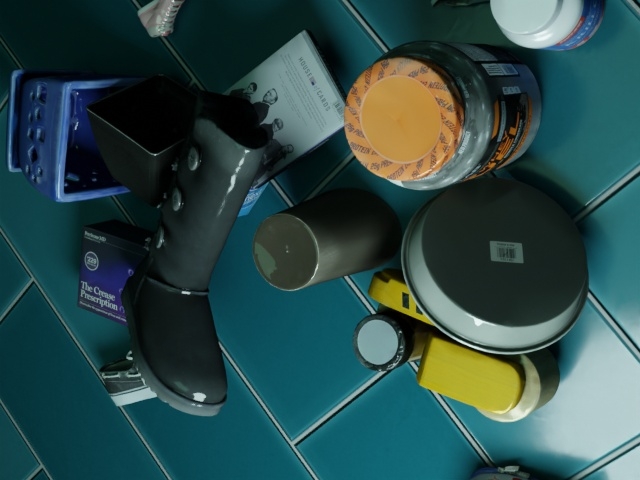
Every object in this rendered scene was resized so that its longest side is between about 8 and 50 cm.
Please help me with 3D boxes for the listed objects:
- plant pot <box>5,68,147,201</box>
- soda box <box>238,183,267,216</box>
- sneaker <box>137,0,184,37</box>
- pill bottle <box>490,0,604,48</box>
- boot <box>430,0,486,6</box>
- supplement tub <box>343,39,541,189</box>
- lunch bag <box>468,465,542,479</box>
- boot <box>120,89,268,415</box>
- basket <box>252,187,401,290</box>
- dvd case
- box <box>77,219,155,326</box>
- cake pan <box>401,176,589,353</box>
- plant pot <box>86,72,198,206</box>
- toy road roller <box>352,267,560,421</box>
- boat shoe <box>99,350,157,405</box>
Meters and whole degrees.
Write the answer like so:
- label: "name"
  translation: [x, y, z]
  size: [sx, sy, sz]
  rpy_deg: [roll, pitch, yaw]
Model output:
- label: "plant pot"
  translation: [-0.487, -0.223, 1.714]
  size: [0.212, 0.236, 0.236]
  rpy_deg: [20, 110, 31]
- label: "soda box"
  translation: [-0.126, -0.143, 1.611]
  size: [0.071, 0.067, 0.210]
  rpy_deg: [44, 118, 16]
- label: "sneaker"
  translation: [-0.290, -0.436, 1.659]
  size: [0.134, 0.051, 0.070]
  rpy_deg: [-23, 90, 35]
- label: "pill bottle"
  translation: [0.318, -0.333, 1.225]
  size: [0.124, 0.221, 0.124]
  rpy_deg: [7, 104, 29]
- label: "boot"
  translation: [0.173, -0.432, 1.362]
  size: [0.258, 0.095, 0.123]
  rpy_deg: [8, 97, 27]
- label: "supplement tub"
  translation: [0.182, -0.186, 1.266]
  size: [0.207, 0.338, 0.207]
  rpy_deg: [7, 104, 29]
- label: "lunch bag"
  translation: [0.333, 0.533, 1.457]
  size: [0.243, 0.115, 0.303]
  rpy_deg: [6, 104, 31]
- label: "boot"
  translation: [-0.187, 0.015, 1.464]
  size: [0.367, 0.146, 0.445]
  rpy_deg: [51, 121, 42]
- label: "basket"
  translation: [0.000, 0.000, 1.474]
  size: [0.204, 0.227, 0.154]
  rpy_deg: [6, 103, 28]
- label: "dvd case"
  translation: [-0.069, -0.225, 1.508]
  size: [0.239, 0.029, 0.179]
  rpy_deg: [-32, 82, 28]
- label: "box"
  translation: [-0.367, 0.080, 1.778]
  size: [0.261, 0.103, 0.184]
  rpy_deg: [16, 105, 27]
- label: "cake pan"
  translation: [0.270, 0.025, 1.301]
  size: [0.293, 0.293, 0.054]
  rpy_deg: [44, 155, 16]
- label: "plant pot"
  translation: [-0.310, -0.180, 1.643]
  size: [0.187, 0.188, 0.167]
  rpy_deg: [34, 139, 22]
- label: "toy road roller"
  translation: [0.230, 0.122, 1.387]
  size: [0.329, 0.202, 0.240]
  rpy_deg: [21, 99, 27]
- label: "boat shoe"
  translation: [-0.344, 0.255, 1.792]
  size: [0.306, 0.113, 0.105]
  rpy_deg: [-22, 103, 41]
